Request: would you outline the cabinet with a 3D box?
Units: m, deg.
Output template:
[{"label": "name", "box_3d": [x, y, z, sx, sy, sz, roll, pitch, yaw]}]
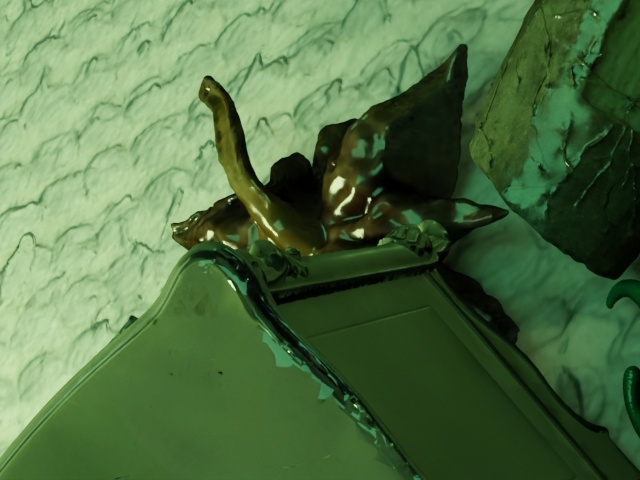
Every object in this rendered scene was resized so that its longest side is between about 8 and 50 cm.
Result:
[{"label": "cabinet", "box_3d": [-0.014, 0.161, 1.028, 0.227, 0.318, 0.290, 48, 110, 13]}]

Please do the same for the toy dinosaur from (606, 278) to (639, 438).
[{"label": "toy dinosaur", "box_3d": [0.220, 0.075, 1.094, 0.096, 0.059, 0.132, -45, 57, 25]}]

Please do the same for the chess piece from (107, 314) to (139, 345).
[{"label": "chess piece", "box_3d": [-0.186, 0.209, 1.301, 0.299, 0.194, 0.194, -51, 48, -1]}]

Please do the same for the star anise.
[{"label": "star anise", "box_3d": [0.003, 0.000, 1.267, 0.292, 0.109, 0.350, -17, 63, 25]}]

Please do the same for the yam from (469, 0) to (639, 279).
[{"label": "yam", "box_3d": [0.199, -0.117, 1.130, 0.154, 0.154, 0.254, 37, 101, 42]}]
